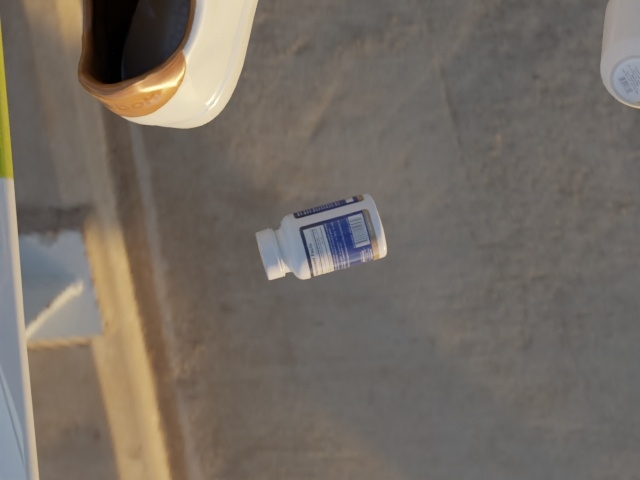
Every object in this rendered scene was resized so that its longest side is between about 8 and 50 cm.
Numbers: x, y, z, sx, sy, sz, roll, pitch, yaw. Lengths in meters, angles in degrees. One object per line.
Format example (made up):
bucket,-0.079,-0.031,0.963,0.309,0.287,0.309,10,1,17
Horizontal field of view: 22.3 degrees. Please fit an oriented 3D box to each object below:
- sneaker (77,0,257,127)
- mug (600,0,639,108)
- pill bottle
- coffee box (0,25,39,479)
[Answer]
sneaker,-0.070,-0.206,0.905,0.106,0.123,0.290,12,95,20
mug,0.191,-0.103,0.905,0.078,0.064,0.062,20,134,7
pill bottle,0.000,0.000,1.601,0.120,0.067,0.067,-15,122,-4
coffee box,-0.273,0.058,0.467,0.338,0.334,0.337,-3,160,-19
